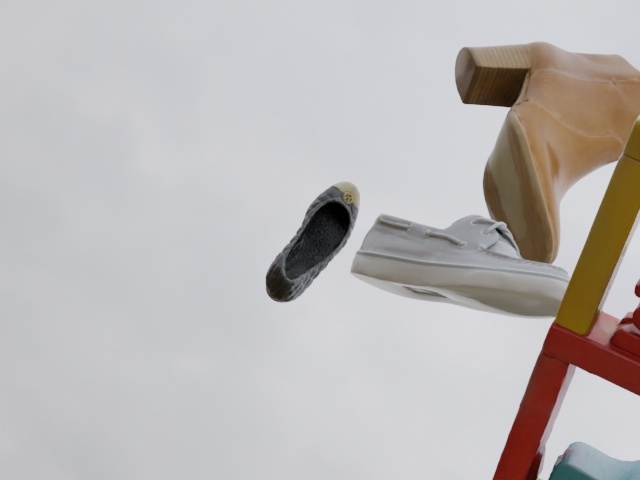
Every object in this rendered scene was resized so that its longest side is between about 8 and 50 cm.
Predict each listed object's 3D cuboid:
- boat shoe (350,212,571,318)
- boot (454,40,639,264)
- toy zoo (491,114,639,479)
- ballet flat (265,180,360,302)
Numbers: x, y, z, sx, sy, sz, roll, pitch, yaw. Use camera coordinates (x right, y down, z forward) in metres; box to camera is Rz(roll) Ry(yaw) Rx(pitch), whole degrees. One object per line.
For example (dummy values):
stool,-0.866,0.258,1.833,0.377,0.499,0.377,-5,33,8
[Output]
boat shoe,0.100,0.012,0.789,0.066,0.063,0.184,27,-13,-37
boot,0.267,-0.095,1.153,0.104,0.211,0.295,109,-23,-49
toy zoo,0.175,0.075,0.432,0.192,0.030,0.293,25,-60,18
ballet flat,0.000,0.000,1.210,0.057,0.173,0.049,40,-34,-9
